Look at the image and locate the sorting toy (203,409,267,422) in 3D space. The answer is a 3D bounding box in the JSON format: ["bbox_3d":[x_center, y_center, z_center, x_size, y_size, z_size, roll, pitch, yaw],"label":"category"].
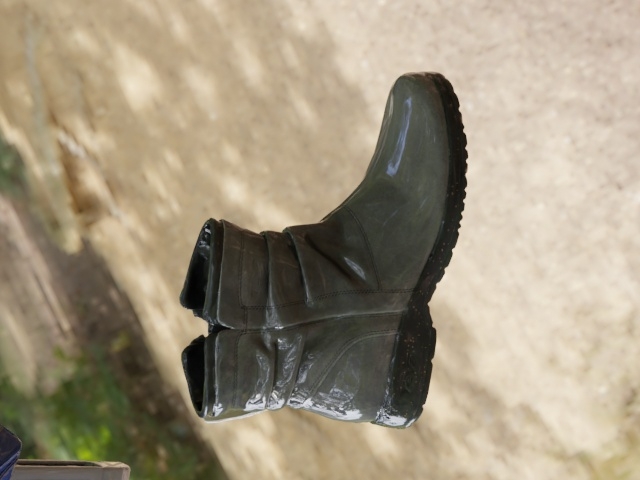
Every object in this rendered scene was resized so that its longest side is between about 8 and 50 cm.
[{"bbox_3d":[-0.099,0.164,1.814,0.045,0.075,0.083,77,171,-67],"label":"sorting toy"}]

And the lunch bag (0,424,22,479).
[{"bbox_3d":[-0.309,0.197,1.472,0.067,0.098,0.065,32,129,9],"label":"lunch bag"}]

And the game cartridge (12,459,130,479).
[{"bbox_3d":[-0.341,0.351,1.921,0.060,0.294,0.196,12,91,37],"label":"game cartridge"}]

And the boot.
[{"bbox_3d":[0.000,0.000,1.480,0.118,0.223,0.338,175,103,-72],"label":"boot"}]
